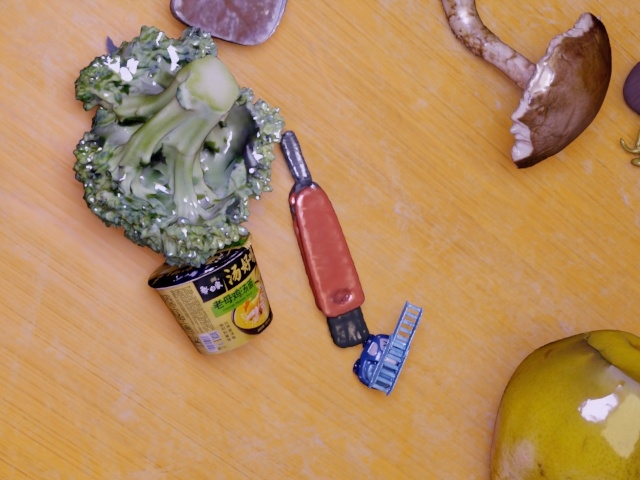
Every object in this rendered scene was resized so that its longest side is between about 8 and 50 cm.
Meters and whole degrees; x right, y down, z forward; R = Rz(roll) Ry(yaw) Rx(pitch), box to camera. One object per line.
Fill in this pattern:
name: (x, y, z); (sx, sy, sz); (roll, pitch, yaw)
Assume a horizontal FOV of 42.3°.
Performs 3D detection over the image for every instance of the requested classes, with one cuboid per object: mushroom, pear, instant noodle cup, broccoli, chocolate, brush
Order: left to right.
broccoli: (-0.175, -0.128, 1.041); (0.259, 0.235, 0.288); (-38, 96, 24)
instant noodle cup: (-0.139, 0.073, 1.100); (0.151, 0.151, 0.122); (-25, 108, -13)
chocolate: (-0.119, -0.393, 1.118); (0.156, 0.080, 0.254); (12, 90, -30)
brush: (0.000, 0.000, 1.174); (0.070, 0.051, 0.324); (-21, 97, -11)
mushroom: (0.298, -0.261, 1.215); (0.207, 0.233, 0.302); (-9, 51, -24)
pear: (0.388, 0.293, 1.174); (0.284, 0.285, 0.337); (7, 92, -15)

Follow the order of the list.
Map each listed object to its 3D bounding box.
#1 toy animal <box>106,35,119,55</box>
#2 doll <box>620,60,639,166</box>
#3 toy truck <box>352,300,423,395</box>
toy animal: (-0.251, -0.242, 1.112); (0.084, 0.028, 0.050); (17, 76, -15)
doll: (0.533, -0.209, 1.296); (0.145, 0.096, 0.188); (37, 108, 2)
toy truck: (0.101, 0.152, 1.194); (0.063, 0.074, 0.136); (23, 85, -14)
